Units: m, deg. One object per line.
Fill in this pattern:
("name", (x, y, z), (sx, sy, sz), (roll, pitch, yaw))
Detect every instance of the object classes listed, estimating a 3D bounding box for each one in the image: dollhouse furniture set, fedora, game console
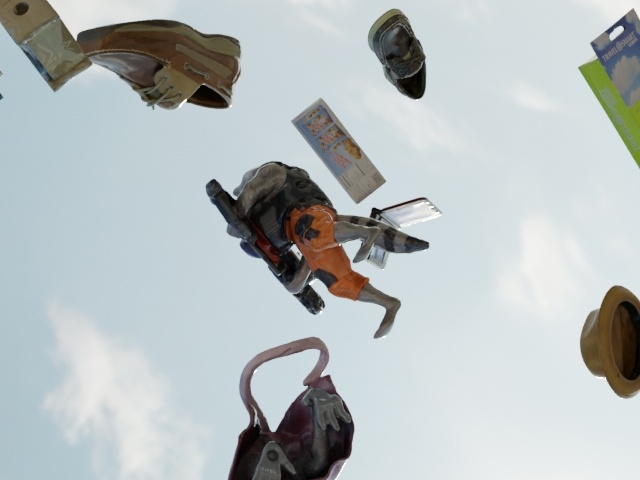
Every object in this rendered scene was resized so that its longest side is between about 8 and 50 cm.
("dollhouse furniture set", (-0.426, -0.249, 1.972), (0.129, 0.184, 0.129), (50, 175, 28))
("fedora", (0.497, 0.175, 2.573), (0.194, 0.079, 0.194), (11, -104, -48))
("game console", (0.133, -0.011, 2.493), (0.085, 0.124, 0.144), (15, 174, 19))

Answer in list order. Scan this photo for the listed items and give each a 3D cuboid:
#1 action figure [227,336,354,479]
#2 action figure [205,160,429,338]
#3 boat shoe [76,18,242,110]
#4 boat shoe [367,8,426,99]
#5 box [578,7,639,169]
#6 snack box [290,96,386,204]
("action figure", (-0.079, 0.347, 2.063), (0.248, 0.370, 0.275), (-11, -119, -15))
("action figure", (0.000, 0.000, 2.196), (0.330, 0.178, 0.341), (39, 172, 35))
("boat shoe", (-0.226, -0.257, 2.259), (0.324, 0.123, 0.119), (2, -97, -53))
("boat shoe", (0.092, -0.202, 1.646), (0.049, 0.056, 0.152), (49, 180, 23))
("box", (0.392, -0.184, 1.857), (0.109, 0.042, 0.178), (-39, -79, -36))
("snack box", (0.030, -0.146, 2.462), (0.178, 0.064, 0.022), (51, -179, -17))
